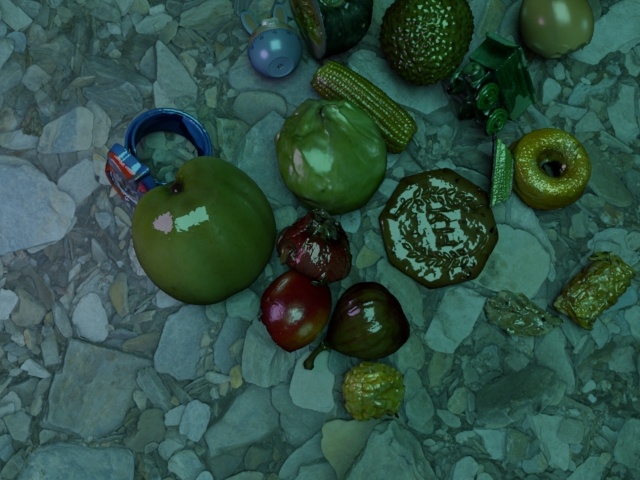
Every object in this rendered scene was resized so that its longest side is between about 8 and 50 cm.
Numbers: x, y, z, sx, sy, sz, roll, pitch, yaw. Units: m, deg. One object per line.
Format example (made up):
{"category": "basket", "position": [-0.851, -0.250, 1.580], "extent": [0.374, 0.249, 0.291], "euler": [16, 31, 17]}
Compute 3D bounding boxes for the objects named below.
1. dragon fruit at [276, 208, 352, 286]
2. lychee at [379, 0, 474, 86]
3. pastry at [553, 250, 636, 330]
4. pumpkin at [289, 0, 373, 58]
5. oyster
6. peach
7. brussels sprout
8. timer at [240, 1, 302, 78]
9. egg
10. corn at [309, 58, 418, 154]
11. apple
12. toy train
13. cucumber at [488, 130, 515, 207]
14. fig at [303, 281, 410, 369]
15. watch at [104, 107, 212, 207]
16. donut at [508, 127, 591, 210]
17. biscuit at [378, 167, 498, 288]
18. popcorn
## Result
{"category": "dragon fruit", "position": [-0.001, -0.002, 1.805], "extent": [0.218, 0.223, 0.148], "euler": [33, 116, 20]}
{"category": "lychee", "position": [0.302, -0.599, 1.906], "extent": [0.269, 0.270, 0.320], "euler": [2, 100, -4]}
{"category": "pastry", "position": [0.788, 0.129, 1.929], "extent": [0.154, 0.102, 0.250], "euler": [42, 84, 3]}
{"category": "pumpkin", "position": [0.039, -0.673, 1.901], "extent": [0.196, 0.263, 0.293], "euler": [-18, 81, -13]}
{"category": "oyster", "position": [0.573, 0.217, 1.918], "extent": [0.209, 0.072, 0.133], "euler": [37, 79, 3]}
{"category": "peach", "position": [-0.075, 0.191, 1.800], "extent": [0.196, 0.190, 0.226], "euler": [24, 63, 14]}
{"category": "brussels sprout", "position": [0.023, -0.221, 1.848], "extent": [0.327, 0.247, 0.328], "euler": [5, 74, -18]}
{"category": "timer", "position": [-0.141, -0.590, 1.919], "extent": [0.175, 0.175, 0.256], "euler": [-13, 83, -6]}
{"category": "egg", "position": [0.685, -0.652, 1.967], "extent": [0.201, 0.201, 0.244], "euler": [-28, 108, -7]}
{"category": "corn", "position": [0.125, -0.389, 1.931], "extent": [0.344, 0.131, 0.131], "euler": [38, 82, 1]}
{"category": "apple", "position": [-0.305, -0.018, 1.767], "extent": [0.311, 0.360, 0.320], "euler": [-4, 44, 28]}
{"category": "toy train", "position": [0.484, -0.430, 1.909], "extent": [0.202, 0.266, 0.145], "euler": [-44, 50, -1]}
{"category": "cucumber", "position": [0.520, -0.202, 1.933], "extent": [0.070, 0.046, 0.220], "euler": [2, 99, -1]}
{"category": "fig", "position": [0.076, 0.258, 1.822], "extent": [0.320, 0.217, 0.217], "euler": [-35, 86, 11]}
{"category": "watch", "position": [-0.402, -0.197, 1.829], "extent": [0.305, 0.241, 0.274], "euler": [39, 67, -6]}
{"category": "donut", "position": [0.664, -0.213, 1.964], "extent": [0.253, 0.118, 0.254], "euler": [-1, 70, 4]}
{"category": "biscuit", "position": [0.343, -0.038, 1.945], "extent": [0.359, 0.046, 0.359], "euler": [1, 82, -6]}
{"category": "popcorn", "position": [0.146, 0.412, 1.827], "extent": [0.180, 0.180, 0.170], "euler": [-23, 58, -7]}
